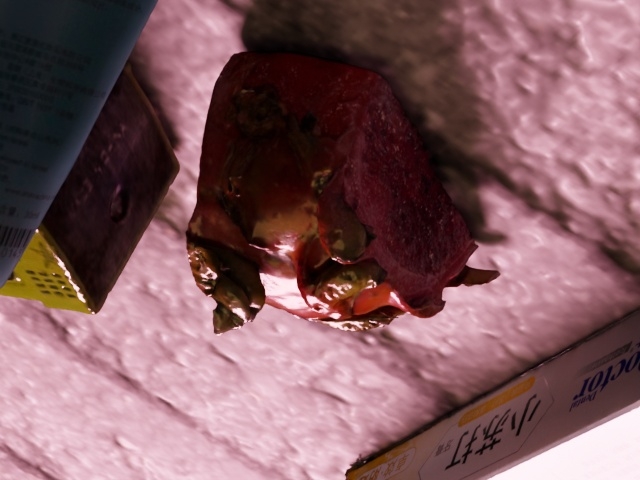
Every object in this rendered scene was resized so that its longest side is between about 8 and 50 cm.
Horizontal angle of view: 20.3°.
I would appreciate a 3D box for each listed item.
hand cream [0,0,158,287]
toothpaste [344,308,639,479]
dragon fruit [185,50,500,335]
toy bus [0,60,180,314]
[{"bbox_3d":[-0.104,-0.071,0.651,0.083,0.224,0.048,17,-162,-35],"label":"hand cream"},{"bbox_3d":[0.108,0.117,0.869,0.089,0.071,0.313,36,145,-12],"label":"toothpaste"},{"bbox_3d":[0.000,0.000,0.756,0.102,0.096,0.147,-2,140,28],"label":"dragon fruit"},{"bbox_3d":[-0.178,-0.098,0.728,0.139,0.113,0.301,5,142,32],"label":"toy bus"}]
